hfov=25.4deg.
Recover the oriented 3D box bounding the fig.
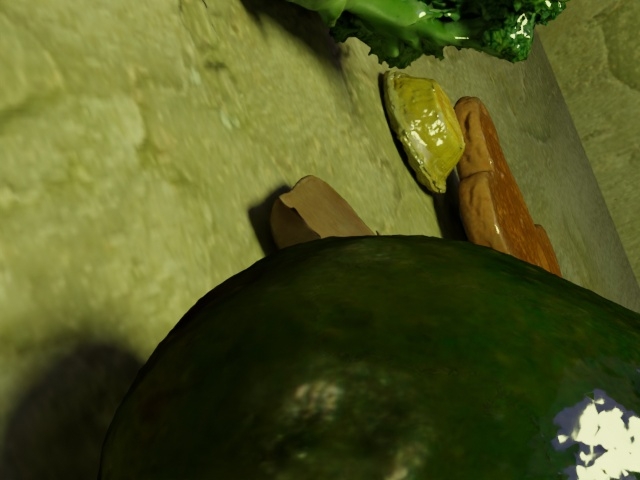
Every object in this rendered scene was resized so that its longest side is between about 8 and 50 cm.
[{"bbox_3d":[0.060,0.082,0.428,0.195,0.244,0.195,-10,90,-86],"label":"fig"}]

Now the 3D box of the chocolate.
[{"bbox_3d":[0.000,0.000,0.706,0.064,0.031,0.101,48,15,-5],"label":"chocolate"}]

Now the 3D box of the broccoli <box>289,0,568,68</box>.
[{"bbox_3d":[0.045,-0.215,0.840,0.241,0.261,0.269,-47,157,-48],"label":"broccoli"}]

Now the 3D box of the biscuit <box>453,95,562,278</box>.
[{"bbox_3d":[0.174,0.050,1.178,0.324,0.049,0.205,57,21,-34],"label":"biscuit"}]

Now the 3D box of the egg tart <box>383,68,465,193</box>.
[{"bbox_3d":[0.080,-0.087,1.069,0.105,0.039,0.105,55,20,-32],"label":"egg tart"}]
